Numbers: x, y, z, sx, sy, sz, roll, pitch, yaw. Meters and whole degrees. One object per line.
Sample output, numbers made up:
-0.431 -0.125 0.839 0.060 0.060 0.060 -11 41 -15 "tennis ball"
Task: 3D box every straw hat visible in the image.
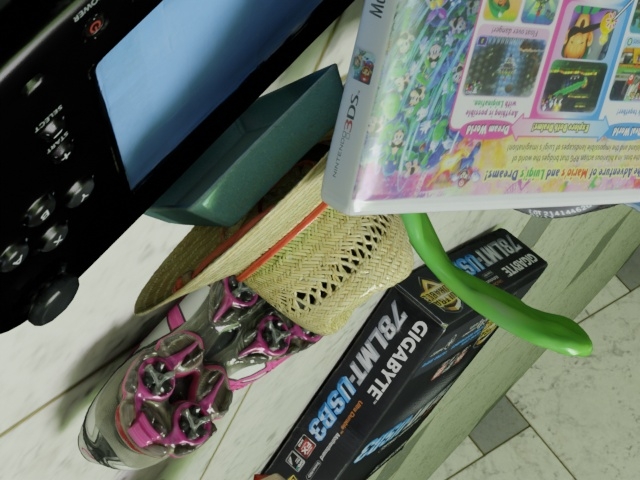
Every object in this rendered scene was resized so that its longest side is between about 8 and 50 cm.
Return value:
0.000 0.000 0.489 0.144 0.061 0.144 -43 -171 9 "straw hat"

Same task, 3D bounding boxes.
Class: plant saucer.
-0.034 -0.030 0.519 0.067 0.018 0.192 -46 -171 -8 "plant saucer"

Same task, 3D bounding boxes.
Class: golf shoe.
-0.062 0.057 0.749 0.086 0.067 0.186 -26 -171 48 "golf shoe"

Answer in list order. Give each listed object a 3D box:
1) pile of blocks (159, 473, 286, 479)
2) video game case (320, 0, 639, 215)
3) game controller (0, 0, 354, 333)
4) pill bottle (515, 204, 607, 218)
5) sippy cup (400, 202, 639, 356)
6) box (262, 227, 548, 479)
-0.131 0.260 1.006 0.362 0.149 0.112 -49 -148 34 "pile of blocks"
0.076 -0.079 0.443 0.157 0.019 0.143 -4 115 -42 "video game case"
-0.014 -0.101 0.430 0.319 0.067 0.166 -47 178 -14 "game controller"
0.177 -0.082 0.967 0.130 0.130 0.246 -54 166 15 "pill bottle"
0.179 -0.102 0.605 0.305 0.224 0.240 -54 -175 45 "sippy cup"
0.079 0.139 1.365 0.293 0.073 0.295 -58 164 24 "box"
